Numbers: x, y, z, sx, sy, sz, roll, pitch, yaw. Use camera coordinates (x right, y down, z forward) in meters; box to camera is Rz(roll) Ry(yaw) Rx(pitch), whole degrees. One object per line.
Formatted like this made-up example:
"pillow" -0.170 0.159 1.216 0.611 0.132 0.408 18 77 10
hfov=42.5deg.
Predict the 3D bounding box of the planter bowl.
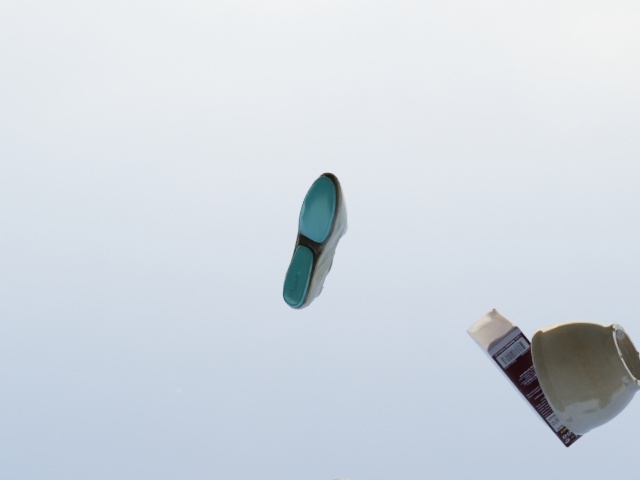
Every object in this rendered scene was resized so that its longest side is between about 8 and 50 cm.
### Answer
"planter bowl" 0.385 0.178 1.156 0.109 0.162 0.162 -30 -154 31

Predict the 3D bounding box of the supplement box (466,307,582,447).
"supplement box" 0.374 0.243 1.472 0.073 0.239 0.130 -40 -167 1

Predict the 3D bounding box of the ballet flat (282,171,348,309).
"ballet flat" 0.000 0.000 1.365 0.086 0.248 0.086 17 -157 -7

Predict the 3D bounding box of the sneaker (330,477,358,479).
"sneaker" -0.030 0.287 0.514 0.152 0.305 0.114 16 -168 39
